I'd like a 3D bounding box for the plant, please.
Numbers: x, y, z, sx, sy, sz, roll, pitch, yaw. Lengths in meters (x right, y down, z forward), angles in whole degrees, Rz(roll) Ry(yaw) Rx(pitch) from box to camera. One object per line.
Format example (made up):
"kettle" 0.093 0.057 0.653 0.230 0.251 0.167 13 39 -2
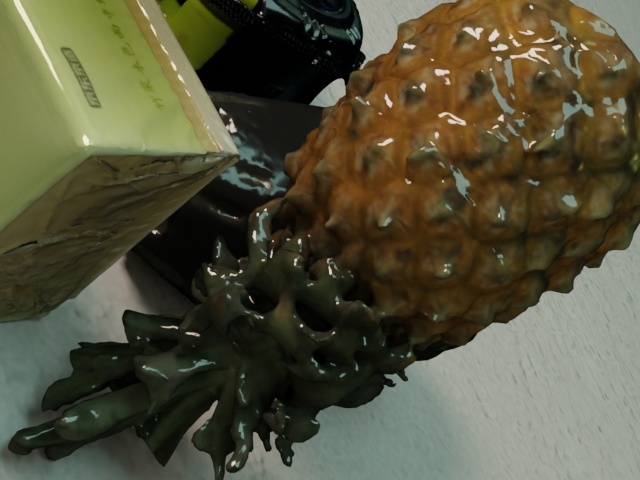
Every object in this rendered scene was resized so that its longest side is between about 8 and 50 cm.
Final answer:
"plant" 0.000 0.000 0.734 0.256 0.142 0.164 23 40 -27

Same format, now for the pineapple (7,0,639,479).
"pineapple" 0.007 0.021 0.567 0.169 0.340 0.169 51 -4 5

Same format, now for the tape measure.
"tape measure" -0.060 -0.181 0.868 0.199 0.112 0.186 23 34 -36

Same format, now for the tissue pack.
"tissue pack" -0.170 -0.095 0.552 0.125 0.159 0.234 -6 64 -58
